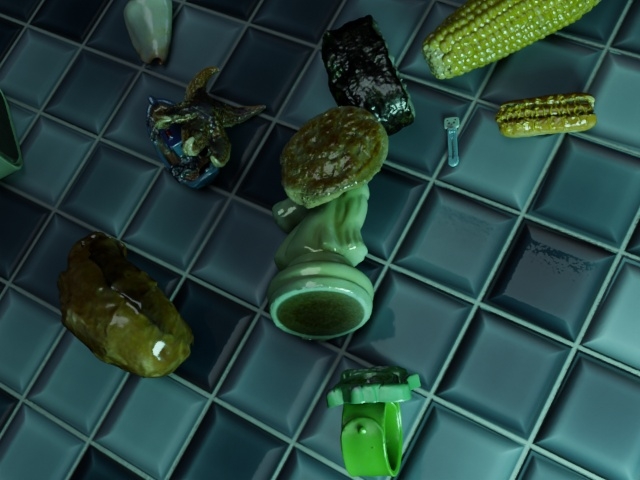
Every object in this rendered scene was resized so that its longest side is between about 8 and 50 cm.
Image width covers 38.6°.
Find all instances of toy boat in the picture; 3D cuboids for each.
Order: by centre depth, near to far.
[{"bbox_3d":[-0.268,-0.189,1.700,0.100,0.097,0.223,-35,63,-1],"label":"toy boat"}]

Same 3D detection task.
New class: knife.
[{"bbox_3d":[0.228,-0.172,1.577,0.027,0.010,0.096,-6,68,16],"label":"knife"}]

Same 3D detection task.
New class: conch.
[{"bbox_3d":[-0.342,-0.433,1.845,0.105,0.094,0.176,-14,92,-1],"label":"conch"}]

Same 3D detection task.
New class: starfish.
[{"bbox_3d":[-0.205,-0.226,1.657,0.071,0.216,0.238,-42,46,42],"label":"starfish"}]

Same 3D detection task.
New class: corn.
[{"bbox_3d":[0.335,-0.392,1.564,0.347,0.130,0.130,-28,63,5],"label":"corn"}]

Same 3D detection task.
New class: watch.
[{"bbox_3d":[0.089,0.277,1.388,0.131,0.165,0.152,-7,92,14],"label":"watch"}]

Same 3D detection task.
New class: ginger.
[{"bbox_3d":[-0.356,0.106,1.574,0.321,0.172,0.165,50,127,26],"label":"ginger"}]

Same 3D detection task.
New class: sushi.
[{"bbox_3d":[0.077,-0.283,1.607,0.127,0.124,0.225,-21,66,6],"label":"sushi"}]

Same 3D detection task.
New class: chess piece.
[{"bbox_3d":[0.000,0.000,1.522,0.176,0.175,0.298,-9,53,15],"label":"chess piece"}]

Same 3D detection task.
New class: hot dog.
[{"bbox_3d":[0.374,-0.210,1.524,0.165,0.045,0.071,-4,70,16],"label":"hot dog"}]

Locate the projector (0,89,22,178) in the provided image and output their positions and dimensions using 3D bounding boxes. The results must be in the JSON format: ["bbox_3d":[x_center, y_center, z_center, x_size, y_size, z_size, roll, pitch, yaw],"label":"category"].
[{"bbox_3d":[-0.770,-0.217,1.789,0.249,0.248,0.248,-26,64,7],"label":"projector"}]

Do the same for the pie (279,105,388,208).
[{"bbox_3d":[0.022,-0.133,1.501,0.193,0.079,0.163,-36,48,1],"label":"pie"}]
